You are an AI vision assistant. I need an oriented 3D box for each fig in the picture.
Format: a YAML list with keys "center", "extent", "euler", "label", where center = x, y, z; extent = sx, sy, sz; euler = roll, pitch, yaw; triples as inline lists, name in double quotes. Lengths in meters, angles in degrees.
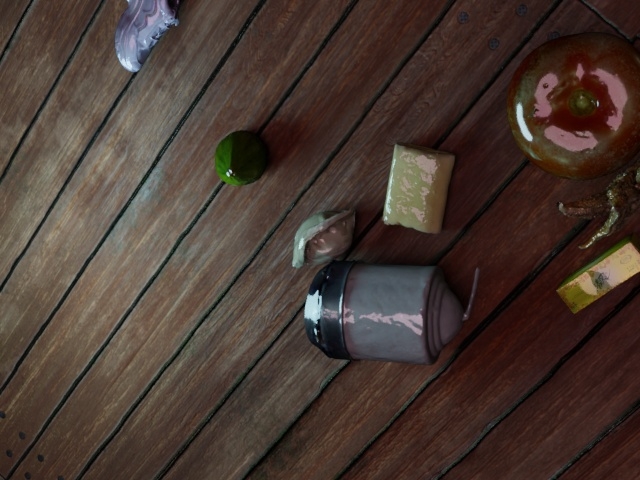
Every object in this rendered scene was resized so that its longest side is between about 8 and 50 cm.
- center: [-0.188, -0.176, 1.997]
  extent: [0.123, 0.156, 0.123]
  euler: [6, 108, 17]
  label: "fig"

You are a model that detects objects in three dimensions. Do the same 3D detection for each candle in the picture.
- center: [0.156, 0.155, 1.892]
  extent: [0.342, 0.221, 0.221]
  euler: [3, 103, 22]
  label: "candle"

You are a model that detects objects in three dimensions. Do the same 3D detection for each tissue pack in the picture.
- center: [0.559, 0.063, 1.766]
  extent: [0.176, 0.095, 0.062]
  euler: [-40, 84, 26]
  label: "tissue pack"

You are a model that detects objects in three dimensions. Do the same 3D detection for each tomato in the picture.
- center: [0.482, -0.247, 1.657]
  extent: [0.270, 0.222, 0.270]
  euler: [1, 92, 17]
  label: "tomato"

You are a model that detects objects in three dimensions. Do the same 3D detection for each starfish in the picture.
- center: [0.545, -0.082, 1.637]
  extent: [0.301, 0.293, 0.084]
  euler: [-38, 73, 27]
  label: "starfish"

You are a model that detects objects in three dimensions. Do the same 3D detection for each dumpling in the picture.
- center: [0.000, 0.000, 1.971]
  extent: [0.118, 0.136, 0.199]
  euler: [44, 130, 12]
  label: "dumpling"

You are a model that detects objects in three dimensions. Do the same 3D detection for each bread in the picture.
- center: [0.204, -0.111, 1.896]
  extent: [0.139, 0.060, 0.178]
  euler: [13, 107, 20]
  label: "bread"

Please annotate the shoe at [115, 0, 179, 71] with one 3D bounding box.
- center: [-0.382, -0.500, 2.038]
  extent: [0.137, 0.095, 0.245]
  euler: [18, 102, 21]
  label: "shoe"
